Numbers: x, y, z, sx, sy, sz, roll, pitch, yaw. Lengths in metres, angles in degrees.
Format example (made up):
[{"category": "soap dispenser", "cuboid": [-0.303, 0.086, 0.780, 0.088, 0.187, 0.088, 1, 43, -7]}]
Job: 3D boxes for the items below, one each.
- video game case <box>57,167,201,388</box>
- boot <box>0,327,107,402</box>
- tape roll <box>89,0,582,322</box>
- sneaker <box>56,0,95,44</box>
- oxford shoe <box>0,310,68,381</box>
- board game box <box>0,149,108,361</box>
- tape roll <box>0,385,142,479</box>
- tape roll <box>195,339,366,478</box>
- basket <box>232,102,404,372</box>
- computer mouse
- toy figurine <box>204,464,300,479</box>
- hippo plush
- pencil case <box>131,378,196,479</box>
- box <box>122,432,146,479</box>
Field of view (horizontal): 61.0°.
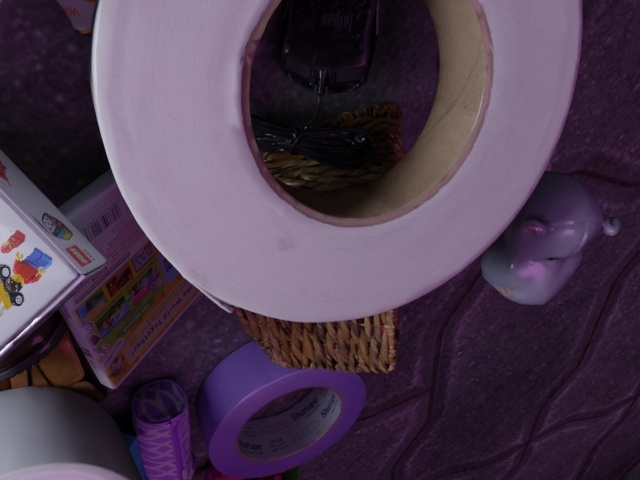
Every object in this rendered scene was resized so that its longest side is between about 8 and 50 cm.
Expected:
[{"category": "video game case", "cuboid": [-0.177, 0.008, 0.570, 0.227, 0.026, 0.206, -54, 151, -41]}, {"category": "boot", "cuboid": [-0.383, 0.229, 0.688, 0.220, 0.109, 0.284, -20, 127, -20]}, {"category": "tape roll", "cuboid": [0.028, -0.116, 0.425, 0.391, 0.072, 0.392, -10, 118, -20]}, {"category": "sneaker", "cuboid": [-0.077, -0.268, 0.419, 0.321, 0.126, 0.127, -43, 137, 8]}, {"category": "oxford shoe", "cuboid": [-0.350, 0.085, 0.527, 0.227, 0.083, 0.096, -6, 132, 19]}, {"category": "board game box", "cuboid": [-0.336, -0.028, 0.395, 0.193, 0.053, 0.305, -41, 97, 7]}, {"category": "tape roll", "cuboid": [-0.308, 0.300, 0.564, 0.246, 0.169, 0.246, -9, 108, -31]}, {"category": "tape roll", "cuboid": [-0.064, 0.276, 0.911, 0.274, 0.090, 0.275, -16, 133, -18]}, {"category": "basket", "cuboid": [0.000, 0.000, 0.713, 0.213, 0.223, 0.299, 1, 134, 9]}, {"category": "computer mouse", "cuboid": [-0.028, -0.208, 0.542, 0.184, 0.060, 0.262, 4, 109, 3]}, {"category": "toy figurine", "cuboid": [-0.149, 0.461, 1.026, 0.159, 0.130, 0.173, 21, 139, -26]}, {"category": "hippo plush", "cuboid": [0.278, -0.053, 0.723, 0.234, 0.236, 0.294, -8, 128, -28]}, {"category": "pencil case", "cuboid": [-0.237, 0.306, 0.833, 0.086, 0.088, 0.206, -24, 136, -31]}, {"category": "box", "cuboid": [-0.324, 0.382, 0.834, 0.100, 0.060, 0.244, 13, 128, 8]}]
